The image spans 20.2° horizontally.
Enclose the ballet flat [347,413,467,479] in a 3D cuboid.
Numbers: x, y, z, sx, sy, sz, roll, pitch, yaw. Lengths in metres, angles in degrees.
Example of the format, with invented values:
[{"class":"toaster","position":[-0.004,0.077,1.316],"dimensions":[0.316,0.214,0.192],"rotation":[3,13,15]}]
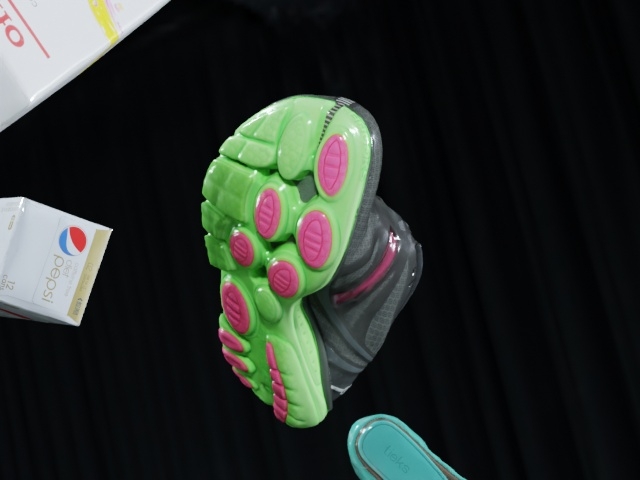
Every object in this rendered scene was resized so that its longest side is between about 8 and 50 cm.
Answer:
[{"class":"ballet flat","position":[0.120,0.264,1.767],"dimensions":[0.083,0.247,0.087],"rotation":[-43,3,-7]}]

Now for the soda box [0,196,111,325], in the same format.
[{"class":"soda box","position":[-0.227,0.015,1.296],"dimensions":[0.069,0.074,0.216],"rotation":[21,-9,-25]}]

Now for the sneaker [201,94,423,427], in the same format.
[{"class":"sneaker","position":[0.000,0.000,1.872],"dimensions":[0.202,0.185,0.483],"rotation":[-39,-23,-27]}]

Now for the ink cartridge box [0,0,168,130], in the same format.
[{"class":"ink cartridge box","position":[-0.236,-0.188,1.217],"dimensions":[0.119,0.207,0.353],"rotation":[-29,13,36]}]
